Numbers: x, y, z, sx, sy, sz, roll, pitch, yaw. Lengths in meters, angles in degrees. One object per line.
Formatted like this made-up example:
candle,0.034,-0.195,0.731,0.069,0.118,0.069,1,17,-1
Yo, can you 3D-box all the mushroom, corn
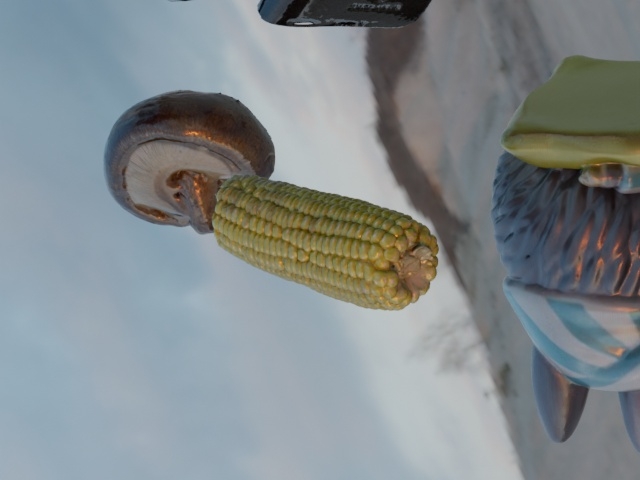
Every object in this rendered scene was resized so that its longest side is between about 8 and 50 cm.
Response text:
mushroom,-0.166,-0.113,1.799,0.194,0.231,0.138,49,-143,-27
corn,0.000,0.000,1.317,0.244,0.093,0.093,17,151,44

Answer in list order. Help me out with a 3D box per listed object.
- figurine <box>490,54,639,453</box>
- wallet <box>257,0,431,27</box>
figurine,0.348,0.032,1.379,0.266,0.361,0.378,-32,-57,-42
wallet,0.076,-0.286,1.193,0.172,0.318,0.045,1,-125,-29
